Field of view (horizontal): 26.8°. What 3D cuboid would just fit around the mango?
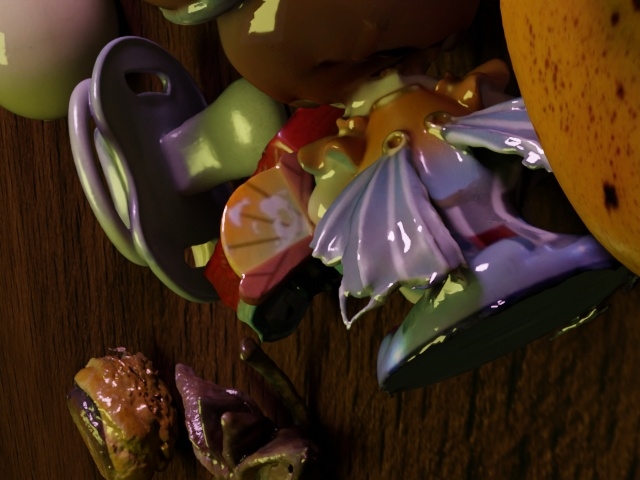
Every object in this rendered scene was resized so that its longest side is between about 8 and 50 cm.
[{"bbox_3d":[0.190,-0.080,0.690,0.290,0.160,0.191,56,159,38],"label":"mango"}]

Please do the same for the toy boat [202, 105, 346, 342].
[{"bbox_3d":[0.000,0.000,1.140,0.133,0.145,0.332,39,149,4],"label":"toy boat"}]

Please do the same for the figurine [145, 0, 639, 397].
[{"bbox_3d":[0.035,-0.111,0.883,0.248,0.276,0.388,76,171,-74],"label":"figurine"}]

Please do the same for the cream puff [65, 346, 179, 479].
[{"bbox_3d":[-0.256,0.231,1.777,0.189,0.129,0.189,50,155,33],"label":"cream puff"}]

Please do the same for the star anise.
[{"bbox_3d":[-0.055,0.244,1.422,0.292,0.109,0.349,0,117,55],"label":"star anise"}]

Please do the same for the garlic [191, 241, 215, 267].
[{"bbox_3d":[-0.114,0.010,1.445,0.041,0.053,0.083,12,108,63],"label":"garlic"}]

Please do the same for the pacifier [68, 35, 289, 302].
[{"bbox_3d":[-0.117,-0.082,1.304,0.207,0.227,0.279,-19,88,24],"label":"pacifier"}]

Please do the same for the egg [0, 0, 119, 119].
[{"bbox_3d":[-0.330,-0.258,1.551,0.186,0.186,0.242,-37,70,63],"label":"egg"}]
